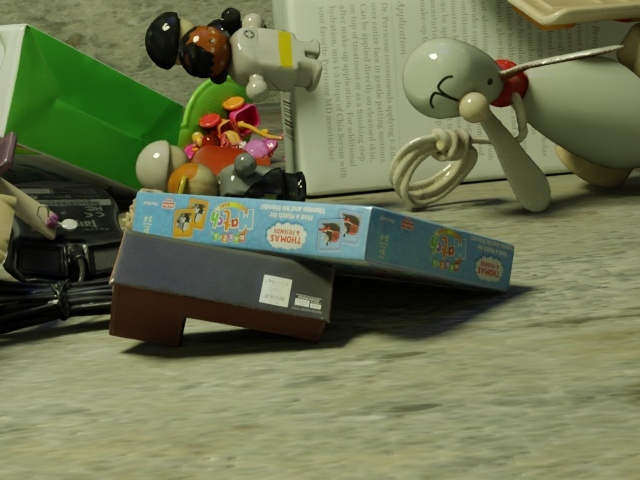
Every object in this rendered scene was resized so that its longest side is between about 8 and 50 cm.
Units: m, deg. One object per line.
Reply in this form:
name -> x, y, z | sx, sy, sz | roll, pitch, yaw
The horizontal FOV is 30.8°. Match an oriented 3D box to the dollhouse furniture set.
dollhouse furniture set -> -0.218, 0.005, 0.802 | 0.091, 0.081, 0.114 | -34, 36, 23

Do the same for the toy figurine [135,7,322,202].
toy figurine -> -0.099, -0.124, 1.158 | 0.148, 0.213, 0.209 | 5, 12, -17

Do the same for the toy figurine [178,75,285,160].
toy figurine -> -0.097, -0.131, 1.525 | 0.159, 0.130, 0.173 | 18, 44, 40

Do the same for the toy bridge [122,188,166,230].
toy bridge -> -0.115, -0.018, 0.937 | 0.063, 0.026, 0.188 | 30, 6, 13

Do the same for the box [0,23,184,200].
box -> -0.327, -0.136, 1.296 | 0.231, 0.126, 0.262 | 2, -12, 31

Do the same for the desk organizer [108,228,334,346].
desk organizer -> -0.061, 0.037, 0.710 | 0.130, 0.050, 0.047 | 10, 44, -4

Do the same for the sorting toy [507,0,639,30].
sorting toy -> 0.251, -0.259, 1.189 | 0.193, 0.038, 0.208 | -10, 34, -27

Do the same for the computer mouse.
computer mouse -> -0.223, 0.020, 0.863 | 0.184, 0.060, 0.262 | -4, 21, -24

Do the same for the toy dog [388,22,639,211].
toy dog -> 0.242, -0.107, 1.092 | 0.334, 0.220, 0.161 | -17, 46, -22

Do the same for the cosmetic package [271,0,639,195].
cosmetic package -> 0.182, -0.191, 1.357 | 0.454, 0.230, 0.161 | -5, 10, -8

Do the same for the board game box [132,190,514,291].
board game box -> 0.000, 0.000, 0.798 | 0.212, 0.039, 0.160 | 4, -6, 42
